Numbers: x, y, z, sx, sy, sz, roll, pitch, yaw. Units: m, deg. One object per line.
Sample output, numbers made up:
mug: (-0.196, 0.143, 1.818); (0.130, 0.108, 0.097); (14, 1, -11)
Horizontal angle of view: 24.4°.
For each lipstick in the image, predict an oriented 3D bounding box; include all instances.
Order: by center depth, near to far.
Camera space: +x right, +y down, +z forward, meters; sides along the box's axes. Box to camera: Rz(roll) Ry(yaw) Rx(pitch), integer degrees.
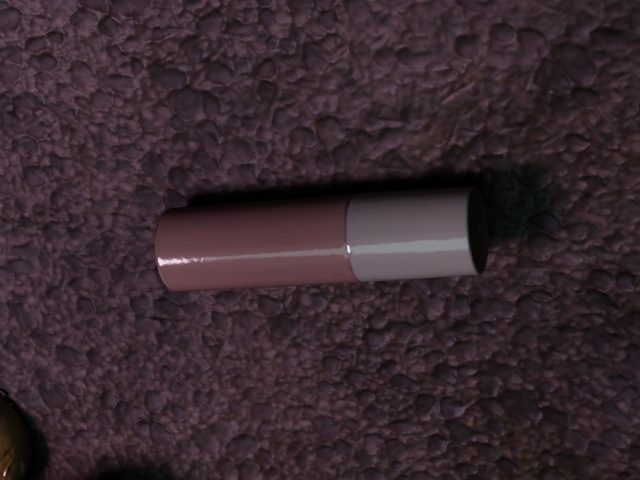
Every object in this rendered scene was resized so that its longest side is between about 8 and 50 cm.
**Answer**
lipstick: (0.000, 0.000, 1.160); (0.254, 0.070, 0.070); (-4, 122, 19)

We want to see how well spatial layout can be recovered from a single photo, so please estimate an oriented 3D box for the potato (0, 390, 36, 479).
potato: (-0.371, 0.185, 1.394); (0.200, 0.081, 0.164); (37, 125, -13)
